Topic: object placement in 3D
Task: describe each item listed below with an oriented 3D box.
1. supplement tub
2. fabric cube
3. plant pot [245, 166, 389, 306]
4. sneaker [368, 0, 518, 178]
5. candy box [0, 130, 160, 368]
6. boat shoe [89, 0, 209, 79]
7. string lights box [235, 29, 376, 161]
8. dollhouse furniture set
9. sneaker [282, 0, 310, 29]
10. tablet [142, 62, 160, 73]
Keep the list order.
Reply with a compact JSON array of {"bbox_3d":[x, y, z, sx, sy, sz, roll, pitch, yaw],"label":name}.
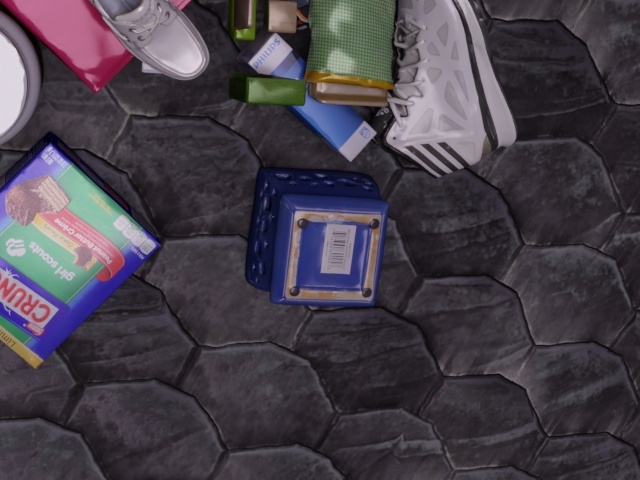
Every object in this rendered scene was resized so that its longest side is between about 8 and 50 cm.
[{"bbox_3d":[-0.549,-0.260,1.434,0.228,0.316,0.229,-4,106,-14],"label":"supplement tub"},{"bbox_3d":[-0.373,-0.426,1.468,0.259,0.254,0.258,-45,116,-1],"label":"fabric cube"},{"bbox_3d":[0.000,0.000,1.715,0.235,0.212,0.236,3,104,-15],"label":"plant pot"},{"bbox_3d":[0.177,-0.309,1.701,0.257,0.169,0.448,-31,113,-7],"label":"sneaker"},{"bbox_3d":[-0.492,0.016,1.630,0.317,0.122,0.268,-44,112,1],"label":"candy box"},{"bbox_3d":[-0.269,-0.332,1.340,0.277,0.096,0.098,41,91,-26],"label":"boat shoe"},{"bbox_3d":[-0.028,-0.263,1.676,0.259,0.133,0.077,42,91,-22],"label":"string lights box"},{"bbox_3d":[0.009,-0.322,1.521,0.301,0.151,0.198,-1,101,-19],"label":"dollhouse furniture set"},{"bbox_3d":[-0.045,-0.456,1.623,0.321,0.126,0.128,32,89,-22],"label":"sneaker"},{"bbox_3d":[-0.278,-0.327,1.657,0.083,0.006,0.054,1,104,-16],"label":"tablet"}]
